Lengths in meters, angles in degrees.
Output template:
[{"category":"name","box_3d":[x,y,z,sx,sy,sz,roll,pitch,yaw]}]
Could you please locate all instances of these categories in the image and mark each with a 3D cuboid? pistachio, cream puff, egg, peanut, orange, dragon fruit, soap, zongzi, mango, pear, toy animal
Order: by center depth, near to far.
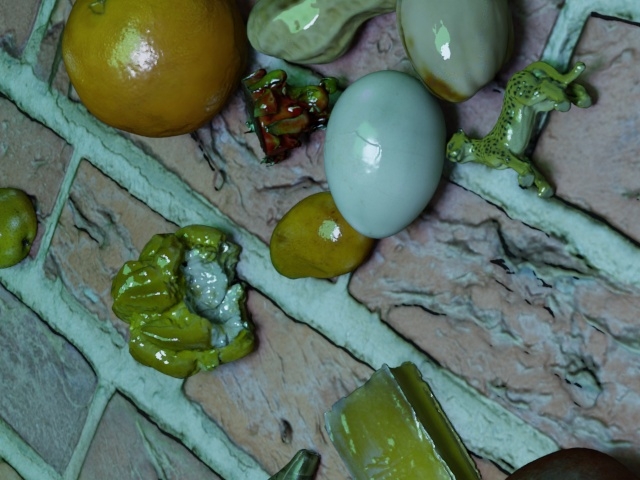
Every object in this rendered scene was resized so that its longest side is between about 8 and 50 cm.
[{"category":"toy animal","box_3d":[0.235,-0.148,1.496,0.136,0.073,0.181,40,117,40]},{"category":"pistachio","box_3d":[0.158,-0.268,1.514,0.144,0.144,0.215,-22,71,37]},{"category":"egg","box_3d":[0.079,-0.106,1.569,0.151,0.151,0.209,12,97,39]},{"category":"soap","box_3d":[0.109,0.280,1.592,0.135,0.076,0.233,-43,63,29]},{"category":"peanut","box_3d":[0.019,-0.306,1.647,0.274,0.111,0.125,-25,78,37]},{"category":"mango","box_3d":[0.000,-0.007,1.679,0.165,0.089,0.115,-3,97,42]},{"category":"dragon fruit","box_3d":[-0.049,-0.167,1.709,0.175,0.142,0.138,-11,123,20]},{"category":"zongzi","box_3d":[-0.040,0.313,1.745,0.083,0.040,0.076,26,100,55]},{"category":"orange","box_3d":[-0.231,-0.273,1.773,0.261,0.261,0.261,0,90,39]},{"category":"cream puff","box_3d":[-0.210,0.089,1.794,0.194,0.194,0.221,-28,69,36]},{"category":"pear","box_3d":[-0.550,-0.022,2.120,0.141,0.104,0.141,2,93,36]}]

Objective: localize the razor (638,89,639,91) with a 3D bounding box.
[{"category":"razor","box_3d":[0.415,-0.140,1.373,0.135,0.040,0.068,51,120,20]}]

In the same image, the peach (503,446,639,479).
[{"category":"peach","box_3d":[0.278,0.349,1.356,0.252,0.252,0.252,0,90,39]}]
